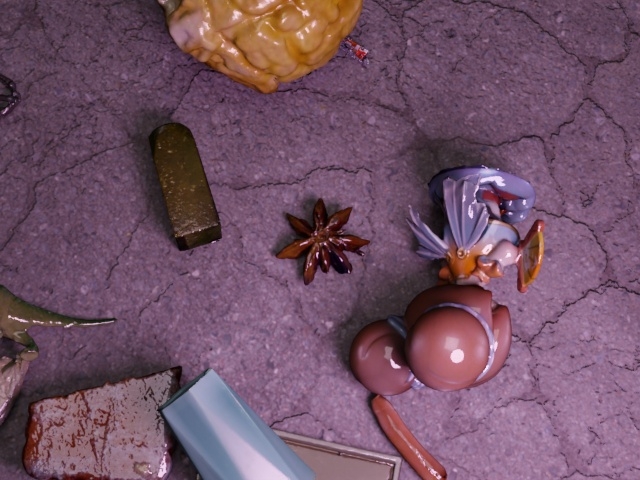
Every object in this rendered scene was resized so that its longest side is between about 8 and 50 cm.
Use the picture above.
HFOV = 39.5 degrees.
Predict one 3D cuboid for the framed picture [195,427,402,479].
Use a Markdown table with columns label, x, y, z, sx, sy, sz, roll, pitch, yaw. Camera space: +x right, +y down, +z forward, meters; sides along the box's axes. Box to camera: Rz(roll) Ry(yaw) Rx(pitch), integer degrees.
| label | x | y | z | sx | sy | sz | roll | pitch | yaw |
| --- | --- | --- | --- | --- | --- | --- | --- | --- | --- |
| framed picture | -0.046 | 0.426 | 1.413 | 0.325 | 0.020 | 0.240 | 12 | 69 | -1 |

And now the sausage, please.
| label | x | y | z | sx | sy | sz | roll | pitch | yaw |
| --- | --- | --- | --- | --- | --- | --- | --- | --- | --- |
| sausage | 0.142 | 0.327 | 1.458 | 0.047 | 0.040 | 0.176 | -31 | 75 | -36 |

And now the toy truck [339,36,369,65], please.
| label | x | y | z | sx | sy | sz | roll | pitch | yaw |
| --- | --- | --- | --- | --- | --- | --- | --- | --- | --- |
| toy truck | 0.062 | -0.369 | 1.717 | 0.083 | 0.024 | 0.032 | 35 | 92 | 9 |

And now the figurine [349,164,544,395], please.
| label | x | y | z | sx | sy | sz | roll | pitch | yaw |
| --- | --- | --- | --- | --- | --- | --- | --- | --- | --- |
| figurine | 0.224 | 0.074 | 1.461 | 0.248 | 0.277 | 0.387 | 20 | 69 | -24 |

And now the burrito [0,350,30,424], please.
| label | x | y | z | sx | sy | sz | roll | pitch | yaw |
| --- | --- | --- | --- | --- | --- | --- | --- | --- | --- |
| burrito | -0.524 | 0.274 | 1.398 | 0.063 | 0.058 | 0.229 | 21 | 70 | 5 |

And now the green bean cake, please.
| label | x | y | z | sx | sy | sz | roll | pitch | yaw |
| --- | --- | --- | --- | --- | --- | --- | --- | --- | --- |
| green bean cake | -0.336 | 0.286 | 1.392 | 0.233 | 0.097 | 0.198 | 1 | 71 | -6 |

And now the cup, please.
| label | x | y | z | sx | sy | sz | roll | pitch | yaw |
| --- | --- | --- | --- | --- | --- | --- | --- | --- | --- |
| cup | -0.136 | 0.314 | 1.337 | 0.148 | 0.134 | 0.235 | -41 | 92 | -21 |

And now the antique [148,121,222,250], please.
| label | x | y | z | sx | sy | sz | roll | pitch | yaw |
| --- | --- | --- | --- | --- | --- | --- | --- | --- | --- |
| antique | -0.240 | -0.101 | 1.555 | 0.081 | 0.080 | 0.220 | -16 | 73 | -10 |

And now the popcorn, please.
| label | x | y | z | sx | sy | sz | roll | pitch | yaw |
| --- | --- | --- | --- | --- | --- | --- | --- | --- | --- |
| popcorn | -0.112 | -0.460 | 1.564 | 0.391 | 0.354 | 0.344 | 4 | 51 | -3 |

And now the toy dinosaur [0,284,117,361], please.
| label | x | y | z | sx | sy | sz | roll | pitch | yaw |
| --- | --- | --- | --- | --- | --- | --- | --- | --- | --- |
| toy dinosaur | -0.579 | 0.075 | 1.455 | 0.447 | 0.087 | 0.300 | 2 | 36 | -34 |

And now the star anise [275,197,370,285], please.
| label | x | y | z | sx | sy | sz | roll | pitch | yaw |
| --- | --- | --- | --- | --- | --- | --- | --- | --- | --- |
| star anise | 0.000 | 0.001 | 1.556 | 0.168 | 0.057 | 0.167 | 3 | 69 | -7 |

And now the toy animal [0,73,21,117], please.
| label | x | y | z | sx | sy | sz | roll | pitch | yaw |
| --- | --- | --- | --- | --- | --- | --- | --- | --- | --- |
| toy animal | -0.616 | -0.265 | 1.575 | 0.148 | 0.084 | 0.232 | -22 | 77 | -12 |
